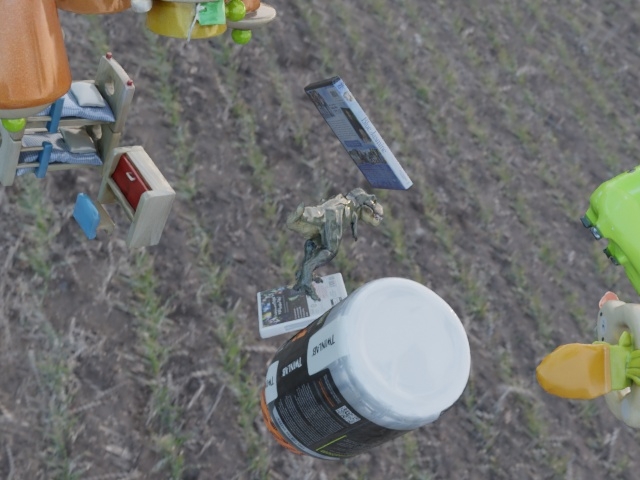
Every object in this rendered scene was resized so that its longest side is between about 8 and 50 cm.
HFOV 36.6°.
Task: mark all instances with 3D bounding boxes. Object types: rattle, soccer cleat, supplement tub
[{"bbox_3d":[0.285,0.115,1.049,0.143,0.130,0.199,-12,29,2],"label":"rattle"},{"bbox_3d":[0.245,0.027,0.644,0.179,0.072,0.060,52,11,-18],"label":"soccer cleat"},{"bbox_3d":[0.049,0.201,1.409,0.207,0.338,0.207,12,62,-23],"label":"supplement tub"}]

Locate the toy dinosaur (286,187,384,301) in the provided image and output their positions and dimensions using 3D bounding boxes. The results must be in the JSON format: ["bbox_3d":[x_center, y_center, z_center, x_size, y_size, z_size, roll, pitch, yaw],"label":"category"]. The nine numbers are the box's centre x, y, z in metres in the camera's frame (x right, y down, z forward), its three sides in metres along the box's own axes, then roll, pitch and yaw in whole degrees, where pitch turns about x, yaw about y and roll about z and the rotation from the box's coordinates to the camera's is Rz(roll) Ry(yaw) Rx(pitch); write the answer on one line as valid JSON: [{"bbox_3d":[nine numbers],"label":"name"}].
[{"bbox_3d":[0.000,0.000,1.107,0.064,0.118,0.268,20,12,17],"label":"toy dinosaur"}]

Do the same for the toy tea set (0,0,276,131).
[{"bbox_3d":[-0.184,-0.182,0.841,0.336,0.124,0.200,-9,33,-24],"label":"toy tea set"}]

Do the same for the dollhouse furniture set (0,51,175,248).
[{"bbox_3d":[-0.252,-0.095,1.022,0.129,0.129,0.183,-11,49,-40],"label":"dollhouse furniture set"}]

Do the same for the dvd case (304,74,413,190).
[{"bbox_3d":[0.071,-0.204,1.875,0.022,0.180,0.253,-39,105,-11],"label":"dvd case"}]

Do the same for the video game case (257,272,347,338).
[{"bbox_3d":[-0.034,0.122,1.851,0.173,0.022,0.190,-13,19,-1],"label":"video game case"}]
